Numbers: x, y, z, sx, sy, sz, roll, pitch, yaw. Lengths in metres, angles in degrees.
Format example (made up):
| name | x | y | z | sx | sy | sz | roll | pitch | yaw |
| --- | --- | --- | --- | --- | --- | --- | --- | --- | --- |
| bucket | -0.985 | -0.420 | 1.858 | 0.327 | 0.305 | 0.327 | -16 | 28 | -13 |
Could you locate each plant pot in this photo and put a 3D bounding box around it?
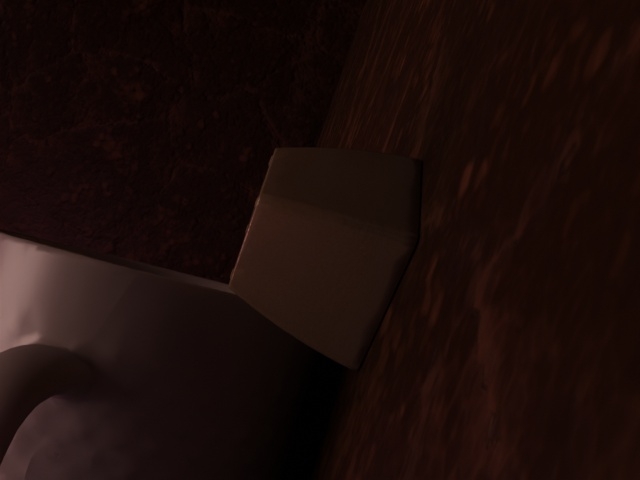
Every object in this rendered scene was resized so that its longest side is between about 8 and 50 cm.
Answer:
| name | x | y | z | sx | sy | sz | roll | pitch | yaw |
| --- | --- | --- | --- | --- | --- | --- | --- | --- | --- |
| plant pot | 0.000 | 0.000 | 0.614 | 0.109 | 0.096 | 0.109 | -78 | 7 | -58 |

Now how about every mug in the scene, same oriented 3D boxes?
| name | x | y | z | sx | sy | sz | roll | pitch | yaw |
| --- | --- | --- | --- | --- | --- | --- | --- | --- | --- |
| mug | -0.174 | 0.177 | 0.691 | 0.374 | 0.276 | 0.327 | 28 | -104 | -78 |
